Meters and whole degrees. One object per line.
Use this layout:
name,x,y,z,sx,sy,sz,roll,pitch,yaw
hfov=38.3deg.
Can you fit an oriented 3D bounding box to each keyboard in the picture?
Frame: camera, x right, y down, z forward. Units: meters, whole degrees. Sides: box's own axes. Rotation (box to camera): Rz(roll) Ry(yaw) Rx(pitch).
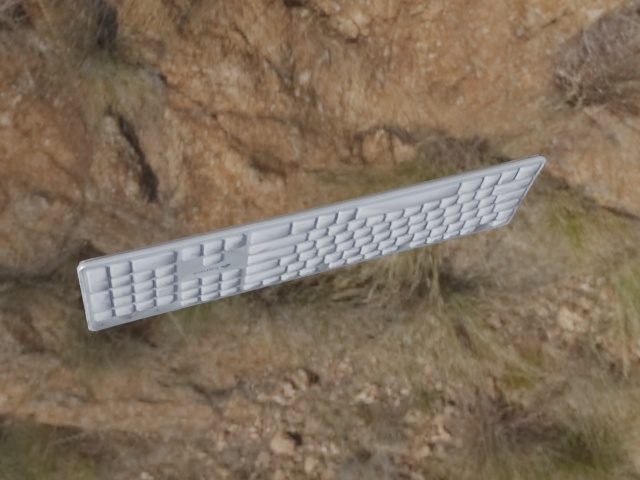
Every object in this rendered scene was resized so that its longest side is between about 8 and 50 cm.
keyboard,0.000,0.000,0.497,0.256,0.014,0.072,-14,159,-16
